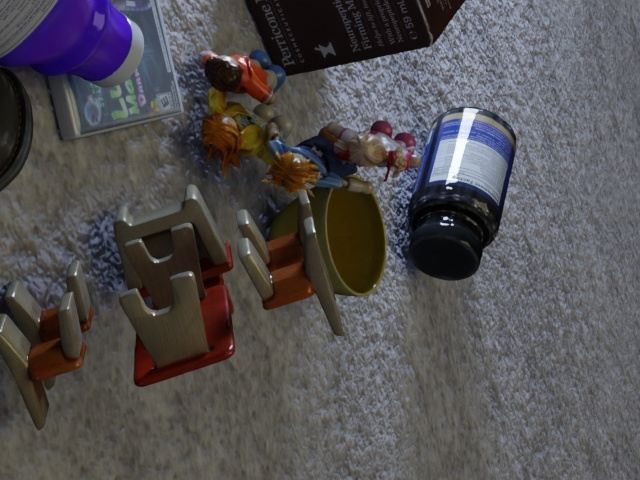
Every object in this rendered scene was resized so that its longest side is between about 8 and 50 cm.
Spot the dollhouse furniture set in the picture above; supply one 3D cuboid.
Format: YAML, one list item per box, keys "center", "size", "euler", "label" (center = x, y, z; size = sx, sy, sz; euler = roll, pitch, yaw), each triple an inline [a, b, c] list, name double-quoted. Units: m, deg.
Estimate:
- center: [-0.118, 0.057, 1.158]
  size: [0.259, 0.262, 0.135]
  euler: [-106, 178, -70]
  label: "dollhouse furniture set"

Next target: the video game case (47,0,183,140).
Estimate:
- center: [-0.203, -0.199, 1.275]
  size: [0.173, 0.022, 0.190]
  euler: [-23, 103, -58]
  label: "video game case"

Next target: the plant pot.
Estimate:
- center: [0.000, 0.000, 1.496]
  size: [0.134, 0.095, 0.134]
  euler: [22, 64, -56]
  label: "plant pot"

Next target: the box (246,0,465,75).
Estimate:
- center: [0.039, -0.307, 1.528]
  size: [0.168, 0.203, 0.167]
  euler: [66, 35, -25]
  label: "box"

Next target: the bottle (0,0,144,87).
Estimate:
- center: [-0.250, -0.201, 1.089]
  size: [0.092, 0.118, 0.283]
  euler: [53, 15, 30]
  label: "bottle"

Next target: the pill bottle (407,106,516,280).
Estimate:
- center: [0.183, -0.061, 1.792]
  size: [0.123, 0.122, 0.219]
  euler: [53, 41, -39]
  label: "pill bottle"

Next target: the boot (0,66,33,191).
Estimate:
- center: [-0.310, -0.104, 0.956]
  size: [0.263, 0.091, 0.229]
  euler: [-75, 153, -42]
  label: "boot"

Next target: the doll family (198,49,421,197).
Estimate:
- center: [-0.031, -0.098, 1.389]
  size: [0.118, 0.263, 0.163]
  euler: [-65, 167, 16]
  label: "doll family"
